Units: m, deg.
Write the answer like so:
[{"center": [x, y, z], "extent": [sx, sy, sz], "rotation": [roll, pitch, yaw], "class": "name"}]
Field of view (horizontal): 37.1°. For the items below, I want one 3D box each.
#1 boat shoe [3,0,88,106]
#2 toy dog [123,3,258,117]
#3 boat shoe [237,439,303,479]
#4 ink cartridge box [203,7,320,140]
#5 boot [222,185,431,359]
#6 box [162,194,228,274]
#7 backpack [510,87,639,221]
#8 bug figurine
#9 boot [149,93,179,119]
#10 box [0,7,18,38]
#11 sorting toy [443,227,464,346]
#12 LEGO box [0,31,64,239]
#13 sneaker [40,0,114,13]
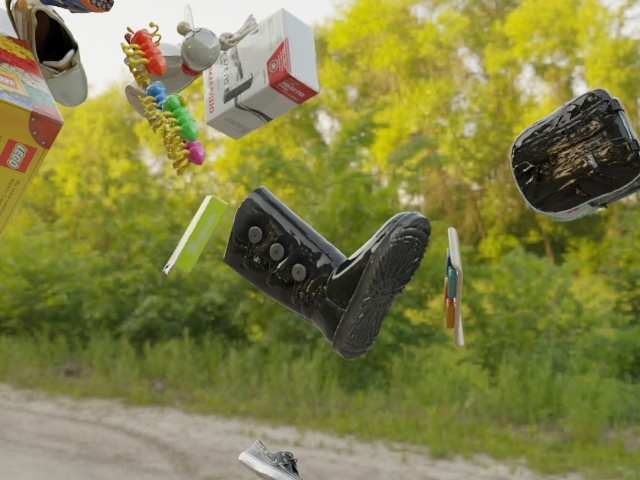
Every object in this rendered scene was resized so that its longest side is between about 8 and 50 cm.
[{"center": [-0.552, -0.381, 1.962], "extent": [0.113, 0.302, 0.103], "rotation": [-36, 52, -13], "class": "boat shoe"}, {"center": [-0.296, -0.370, 1.842], "extent": [0.334, 0.161, 0.220], "rotation": [-29, 17, 46], "class": "toy dog"}, {"center": [-0.087, 0.474, 2.002], "extent": [0.080, 0.076, 0.228], "rotation": [49, -21, -27], "class": "boat shoe"}, {"center": [-0.146, -0.388, 2.255], "extent": [0.273, 0.197, 0.114], "rotation": [-26, -33, 33], "class": "ink cartridge box"}, {"center": [-0.001, 0.002, 2.189], "extent": [0.445, 0.367, 0.146], "rotation": [38, 14, 37], "class": "boot"}, {"center": [-0.248, -0.004, 1.884], "extent": [0.042, 0.178, 0.109], "rotation": [31, -6, -13], "class": "box"}, {"center": [0.524, -0.160, 1.938], "extent": [0.253, 0.225, 0.191], "rotation": [-28, -20, 22], "class": "backpack"}, {"center": [-0.259, -0.231, 1.609], "extent": [0.072, 0.216, 0.279], "rotation": [-26, -13, -10], "class": "bug figurine"}, {"center": [-0.432, -0.416, 2.699], "extent": [0.069, 0.190, 0.086], "rotation": [14, -9, 30], "class": "boot"}, {"center": [-0.710, -0.421, 2.082], "extent": [0.130, 0.170, 0.091], "rotation": [30, -54, -26], "class": "box"}, {"center": [0.291, 0.102, 2.102], "extent": [0.038, 0.208, 0.193], "rotation": [-3, 27, 6], "class": "sorting toy"}, {"center": [-0.707, -0.127, 1.771], "extent": [0.193, 0.500, 0.372], "rotation": [20, 22, -38], "class": "LEGO box"}, {"center": [-0.428, -0.408, 1.492], "extent": [0.087, 0.083, 0.221], "rotation": [-11, -24, 33], "class": "sneaker"}]
